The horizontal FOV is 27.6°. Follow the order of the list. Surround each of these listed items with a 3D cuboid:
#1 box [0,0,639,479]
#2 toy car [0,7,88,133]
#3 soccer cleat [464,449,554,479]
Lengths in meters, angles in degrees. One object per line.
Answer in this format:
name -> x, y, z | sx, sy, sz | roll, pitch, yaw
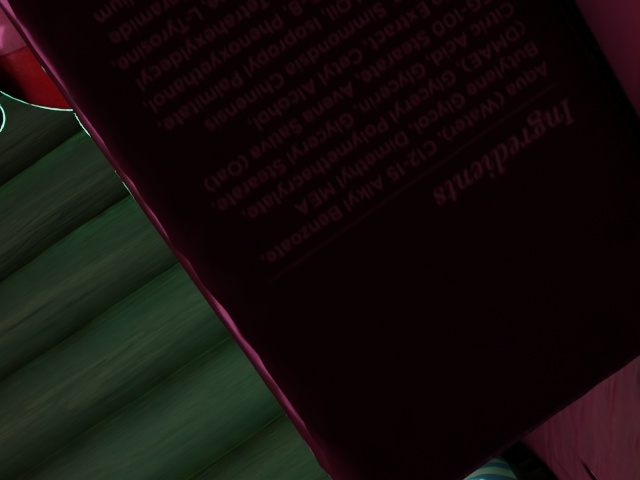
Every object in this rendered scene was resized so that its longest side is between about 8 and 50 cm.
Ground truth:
box -> -0.048, -0.116, 0.422 | 0.381, 0.143, 0.191 | 55, 177, -16
toy car -> -0.102, -0.106, 0.735 | 0.238, 0.219, 0.210 | 48, -178, -37
soccer cleat -> 0.144, 0.257, 1.264 | 0.116, 0.143, 0.331 | 56, 177, -2
